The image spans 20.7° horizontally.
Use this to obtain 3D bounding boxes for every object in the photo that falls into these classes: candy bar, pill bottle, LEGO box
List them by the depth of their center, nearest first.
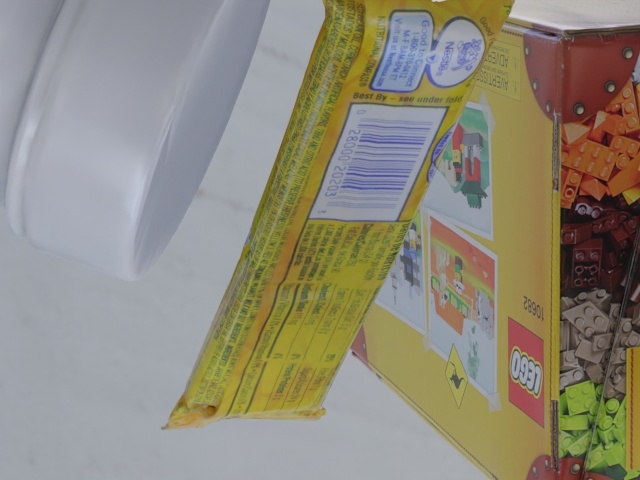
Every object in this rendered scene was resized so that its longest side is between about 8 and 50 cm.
[{"bbox_3d":[0.000,0.000,0.373,0.040,0.161,0.018,0,-127,-18],"label":"candy bar"},{"bbox_3d":[-0.157,-0.089,0.514,0.272,0.152,0.152,23,-144,3],"label":"pill bottle"},{"bbox_3d":[0.181,-0.020,1.443,0.193,0.373,0.500,-6,-165,-16],"label":"LEGO box"}]
